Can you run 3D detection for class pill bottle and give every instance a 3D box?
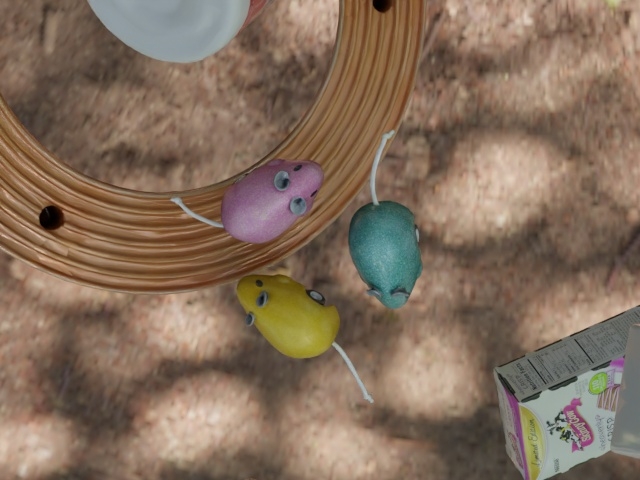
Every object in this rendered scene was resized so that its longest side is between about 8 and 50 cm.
[{"bbox_3d":[-0.081,-0.316,1.566,0.176,0.318,0.176,16,130,20],"label":"pill bottle"}]

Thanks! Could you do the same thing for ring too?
[{"bbox_3d":[-0.091,-0.137,0.928,0.337,0.032,0.336,-3,97,-25],"label":"ring"}]

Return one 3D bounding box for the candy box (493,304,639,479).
[{"bbox_3d":[0.334,0.183,1.982,0.233,0.071,0.159,-22,132,-9],"label":"candy box"}]

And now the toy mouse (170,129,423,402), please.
[{"bbox_3d":[0.000,0.000,0.891,0.161,0.031,0.143,35,114,-3],"label":"toy mouse"}]

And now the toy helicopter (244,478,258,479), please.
[{"bbox_3d":[-0.073,0.249,1.020,0.140,0.235,0.355,37,139,12],"label":"toy helicopter"}]

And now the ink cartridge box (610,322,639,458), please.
[{"bbox_3d":[0.405,0.147,1.317,0.201,0.117,0.278,17,171,-35],"label":"ink cartridge box"}]
